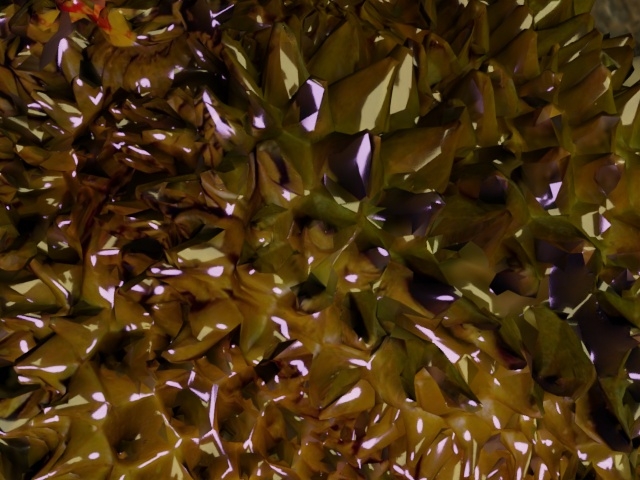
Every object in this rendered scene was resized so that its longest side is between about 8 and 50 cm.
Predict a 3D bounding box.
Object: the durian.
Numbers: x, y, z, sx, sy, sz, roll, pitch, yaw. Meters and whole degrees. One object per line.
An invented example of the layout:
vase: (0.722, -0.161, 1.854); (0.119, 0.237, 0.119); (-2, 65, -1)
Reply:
durian: (-0.004, 0.006, 0.461); (0.293, 0.258, 0.258); (31, 77, -9)

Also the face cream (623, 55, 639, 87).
face cream: (0.278, -0.023, 0.678); (0.349, 0.081, 0.173); (-12, 102, -25)
